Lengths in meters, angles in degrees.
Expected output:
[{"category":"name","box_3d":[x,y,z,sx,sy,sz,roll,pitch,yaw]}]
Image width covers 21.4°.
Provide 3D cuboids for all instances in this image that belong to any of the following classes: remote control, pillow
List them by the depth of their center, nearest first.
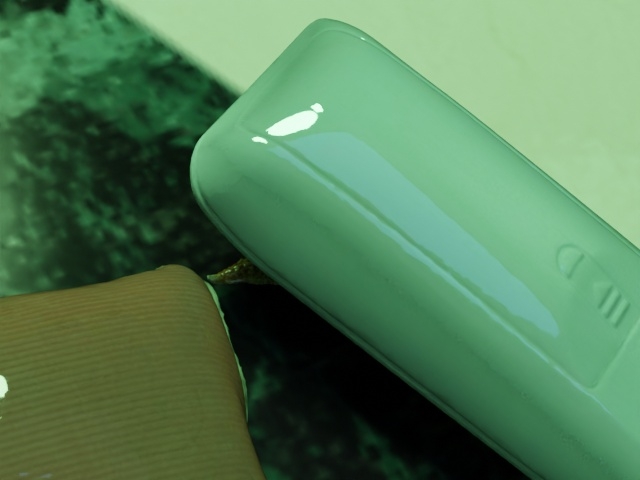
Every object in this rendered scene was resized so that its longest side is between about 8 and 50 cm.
[{"category":"pillow","box_3d":[-0.083,0.102,0.491,0.171,0.075,0.179,-13,64,-22]},{"category":"remote control","box_3d":[0.093,0.034,0.583,0.293,0.051,0.103,39,52,0]}]

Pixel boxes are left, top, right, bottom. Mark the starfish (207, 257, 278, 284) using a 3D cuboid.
[{"category":"starfish","box_3d":[0.000,0.000,0.612,0.092,0.016,0.086,39,60,6]}]
